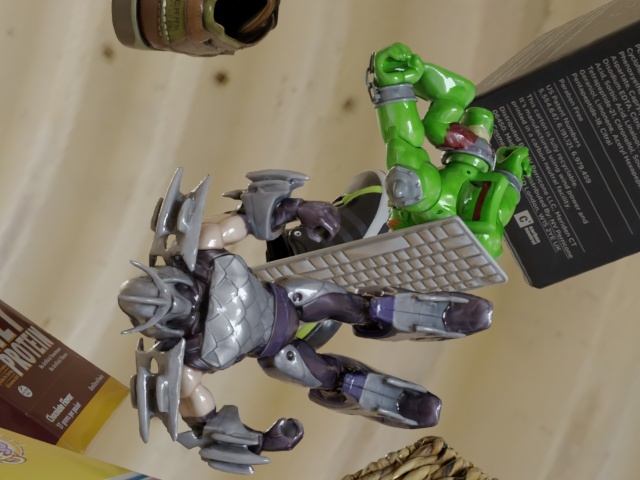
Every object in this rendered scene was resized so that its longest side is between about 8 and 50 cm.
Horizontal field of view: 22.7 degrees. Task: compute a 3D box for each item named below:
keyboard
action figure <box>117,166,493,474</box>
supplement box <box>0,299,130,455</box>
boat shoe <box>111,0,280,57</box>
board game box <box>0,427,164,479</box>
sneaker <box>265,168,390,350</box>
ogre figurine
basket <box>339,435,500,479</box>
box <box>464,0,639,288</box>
[{"bbox_3d":[0.025,0.029,1.239,0.256,0.014,0.072,-15,-47,41],"label":"keyboard"},{"bbox_3d":[-0.020,0.053,1.002,0.099,0.185,0.285,15,0,43],"label":"action figure"},{"bbox_3d":[-0.282,0.146,1.177,0.194,0.191,0.129,35,17,-1],"label":"supplement box"},{"bbox_3d":[-0.089,-0.225,1.557,0.104,0.110,0.307,5,17,20],"label":"boat shoe"},{"bbox_3d":[-0.156,0.225,0.824,0.316,0.242,0.064,11,14,30],"label":"board game box"},{"bbox_3d":[0.000,0.000,1.537,0.097,0.234,0.084,35,-42,-12],"label":"sneaker"},{"bbox_3d":[0.096,-0.055,1.194,0.097,0.118,0.197,0,-27,17],"label":"ogre figurine"},{"bbox_3d":[0.061,0.298,1.061,0.223,0.299,0.213,34,-37,34],"label":"basket"},{"bbox_3d":[0.375,-0.153,1.596,0.395,0.293,0.212,-24,-81,36],"label":"box"}]
